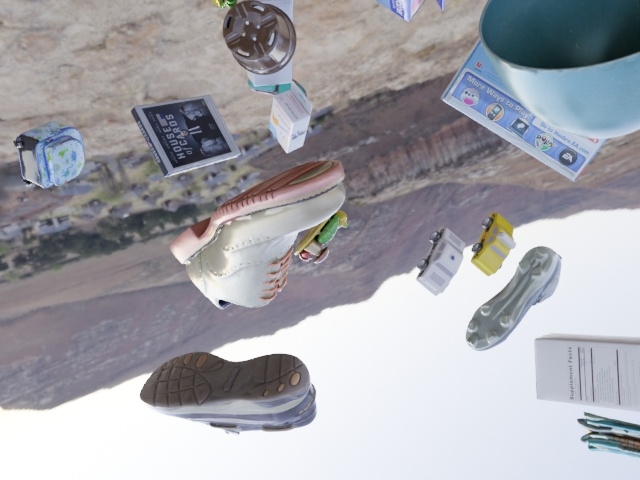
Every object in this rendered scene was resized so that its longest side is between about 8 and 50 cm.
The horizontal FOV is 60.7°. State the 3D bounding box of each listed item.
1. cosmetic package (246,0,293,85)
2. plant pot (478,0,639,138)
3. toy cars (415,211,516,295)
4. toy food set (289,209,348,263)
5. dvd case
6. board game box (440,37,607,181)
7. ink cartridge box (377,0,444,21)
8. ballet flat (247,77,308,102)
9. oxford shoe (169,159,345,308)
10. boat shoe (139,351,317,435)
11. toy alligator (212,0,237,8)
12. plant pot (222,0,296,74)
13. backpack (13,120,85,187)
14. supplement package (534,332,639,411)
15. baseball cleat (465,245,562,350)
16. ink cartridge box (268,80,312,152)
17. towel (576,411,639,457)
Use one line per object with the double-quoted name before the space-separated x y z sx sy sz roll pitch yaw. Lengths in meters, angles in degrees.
"cosmetic package" -0.143 -0.556 1.512 0.117 0.085 0.231 -10 130 -19
"plant pot" 0.385 -0.254 0.742 0.290 0.290 0.195 -23 134 16
"toy cars" 0.428 0.028 1.530 0.393 0.177 0.087 -15 178 -30
"toy food set" 0.000 0.000 1.388 0.218 0.071 0.128 -50 -173 -8
"dvd case" -0.329 -0.267 1.362 0.029 0.179 0.238 -28 180 42
"board game box" 0.442 -0.324 1.043 0.302 0.308 0.086 -58 -178 18
"ink cartridge box" 0.117 -0.632 1.123 0.151 0.395 0.270 -54 170 3
"ballet flat" -0.128 -0.496 1.769 0.221 0.077 0.079 19 -157 18
"oxford shoe" -0.073 0.005 0.736 0.140 0.147 0.397 -30 -176 -32
"boat shoe" -0.166 0.285 0.958 0.355 0.130 0.132 -6 -148 30
"toy alligator" -0.201 -0.547 1.145 0.056 0.051 0.190 -51 172 -16
"plant pot" -0.147 -0.472 1.253 0.166 0.167 0.165 -23 -170 9
"backpack" -0.489 -0.161 1.013 0.114 0.084 0.105 -59 164 -51
"supplement package" 0.764 0.354 1.501 0.292 0.175 0.177 -4 176 38
"baseball cleat" 0.328 0.106 0.899 0.109 0.072 0.206 22 111 -44
"ink cartridge box" -0.087 -0.346 1.537 0.061 0.104 0.181 -29 163 -23
"towel" 0.476 0.246 0.497 0.370 0.040 0.271 20 168 -10
